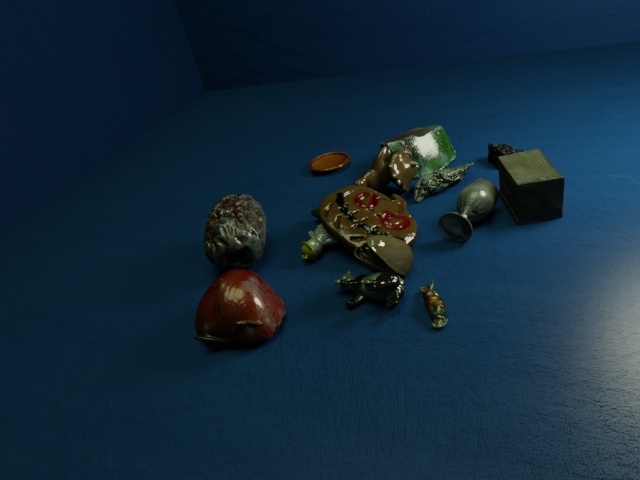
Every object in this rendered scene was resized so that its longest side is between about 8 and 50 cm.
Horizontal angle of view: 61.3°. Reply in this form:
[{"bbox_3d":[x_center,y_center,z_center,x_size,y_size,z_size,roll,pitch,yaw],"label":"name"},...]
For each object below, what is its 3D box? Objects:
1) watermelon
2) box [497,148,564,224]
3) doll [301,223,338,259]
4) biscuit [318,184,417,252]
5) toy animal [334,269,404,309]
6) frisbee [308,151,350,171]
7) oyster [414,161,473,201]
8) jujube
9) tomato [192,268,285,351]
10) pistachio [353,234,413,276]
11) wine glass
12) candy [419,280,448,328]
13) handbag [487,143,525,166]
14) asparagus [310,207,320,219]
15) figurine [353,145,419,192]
[{"bbox_3d":[0.386,-0.394,2.274,0.264,0.151,0.302,-25,33,-15],"label":"watermelon"},{"bbox_3d":[0.697,-0.183,1.810,0.155,0.149,0.231,-10,31,7],"label":"box"},{"bbox_3d":[0.000,0.000,1.879,0.129,0.081,0.207,16,46,33],"label":"doll"},{"bbox_3d":[0.176,-0.081,1.861,0.314,0.063,0.367,-29,50,-26],"label":"biscuit"},{"bbox_3d":[0.140,0.136,1.592,0.225,0.094,0.121,-4,20,37],"label":"toy animal"},{"bbox_3d":[0.042,-0.350,2.461,0.192,0.035,0.192,-10,31,6],"label":"frisbee"},{"bbox_3d":[0.474,-0.242,2.058,0.199,0.087,0.252,-8,23,29],"label":"oyster"},{"bbox_3d":[-0.305,-0.033,1.933,0.226,0.226,0.317,-13,39,3],"label":"jujube"},{"bbox_3d":[-0.254,0.176,1.618,0.309,0.170,0.309,-10,33,7],"label":"tomato"},{"bbox_3d":[0.193,0.049,1.634,0.206,0.129,0.131,12,35,-42],"label":"pistachio"},{"bbox_3d":[0.499,-0.106,1.797,0.126,0.126,0.241,12,42,37],"label":"wine glass"},{"bbox_3d":[0.314,0.172,1.503,0.053,0.046,0.182,-15,33,3],"label":"candy"},{"bbox_3d":[0.743,-0.339,2.131,0.139,0.072,0.115,-7,28,-12],"label":"handbag"},{"bbox_3d":[0.078,-0.085,1.989,0.287,0.080,0.080,11,40,37],"label":"asparagus"},{"bbox_3d":[0.266,-0.239,2.077,0.173,0.177,0.247,40,78,12],"label":"figurine"}]
